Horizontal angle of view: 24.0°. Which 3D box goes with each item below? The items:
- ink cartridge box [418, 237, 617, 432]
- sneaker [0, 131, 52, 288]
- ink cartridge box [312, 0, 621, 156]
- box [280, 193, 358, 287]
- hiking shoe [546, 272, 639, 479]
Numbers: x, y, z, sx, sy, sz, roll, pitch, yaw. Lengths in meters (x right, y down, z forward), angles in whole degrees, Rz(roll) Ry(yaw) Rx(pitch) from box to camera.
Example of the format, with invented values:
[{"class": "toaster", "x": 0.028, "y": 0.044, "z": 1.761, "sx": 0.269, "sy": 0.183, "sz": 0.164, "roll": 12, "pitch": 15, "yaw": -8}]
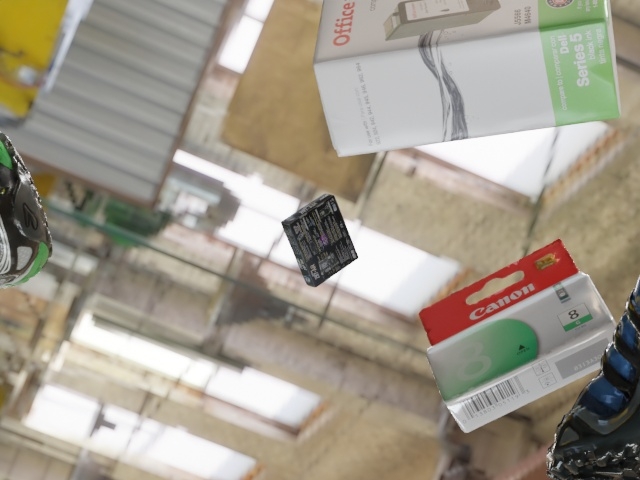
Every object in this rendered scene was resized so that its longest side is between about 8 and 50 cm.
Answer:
[{"class": "ink cartridge box", "x": 0.190, "y": 0.077, "z": 1.526, "sx": 0.181, "sy": 0.056, "sz": 0.225, "roll": -27, "pitch": -147, "yaw": 6}, {"class": "sneaker", "x": -0.333, "y": 0.000, "z": 1.054, "sx": 0.146, "sy": 0.343, "sz": 0.134, "roll": -42, "pitch": 121, "yaw": -53}, {"class": "ink cartridge box", "x": 0.140, "y": -0.196, "z": 1.440, "sx": 0.198, "sy": 0.272, "sz": 0.115, "roll": -82, "pitch": 161, "yaw": -50}, {"class": "box", "x": 0.000, "y": 0.000, "z": 1.667, "sx": 0.067, "sy": 0.083, "sz": 0.018, "roll": -34, "pitch": -155, "yaw": -25}, {"class": "hiking shoe", "x": 0.224, "y": 0.076, "z": 0.911, "sx": 0.304, "sy": 0.113, "sz": 0.132, "roll": 114, "pitch": -7, "yaw": -64}]
